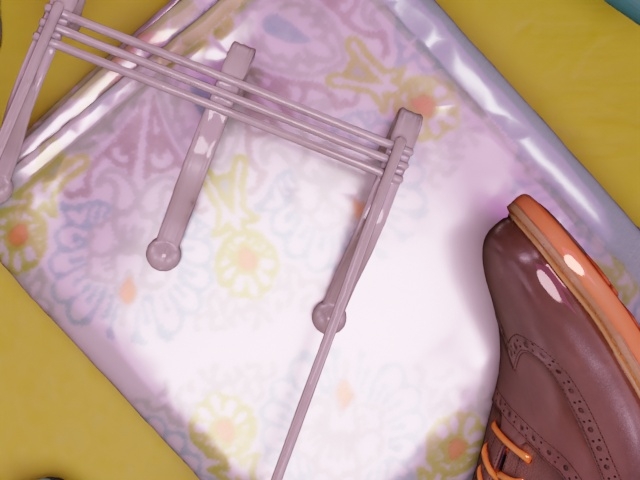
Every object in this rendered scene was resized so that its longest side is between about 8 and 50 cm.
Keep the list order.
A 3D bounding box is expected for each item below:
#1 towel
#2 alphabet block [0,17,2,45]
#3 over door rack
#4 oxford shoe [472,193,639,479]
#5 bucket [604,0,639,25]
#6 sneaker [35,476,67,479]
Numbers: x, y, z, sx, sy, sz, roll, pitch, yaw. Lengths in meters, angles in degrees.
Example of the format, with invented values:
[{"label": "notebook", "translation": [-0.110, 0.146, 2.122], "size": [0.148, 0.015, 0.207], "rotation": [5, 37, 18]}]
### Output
[{"label": "towel", "translation": [0.000, 0.000, 0.981], "size": [0.320, 0.090, 0.374], "rotation": [-42, 92, -1]}, {"label": "alphabet block", "translation": [-0.303, -0.208, 0.907], "size": [0.192, 0.197, 0.193], "rotation": [-6, 89, -4]}, {"label": "over door rack", "translation": [-0.102, 0.033, 0.865], "size": [0.239, 0.108, 0.324], "rotation": [21, 69, -3]}, {"label": "oxford shoe", "translation": [0.144, 0.142, 0.903], "size": [0.132, 0.130, 0.364], "rotation": [-24, 118, -5]}, {"label": "bucket", "translation": [0.210, -0.269, 0.893], "size": [0.183, 0.281, 0.281], "rotation": [40, 86, -7]}, {"label": "sneaker", "translation": [-0.150, 0.208, 0.938], "size": [0.283, 0.110, 0.122], "rotation": [-3, 81, 8]}]
